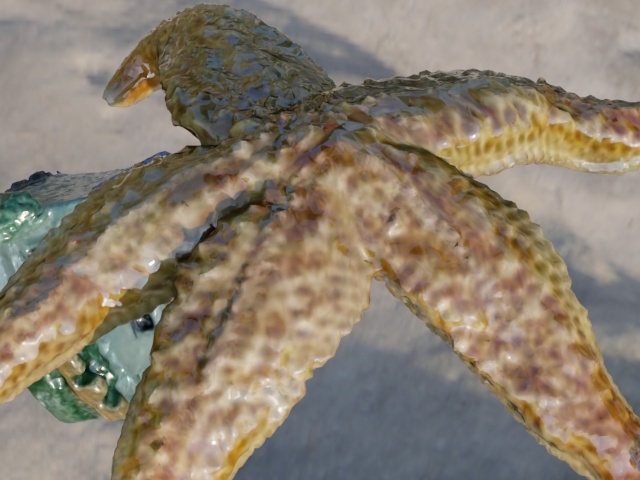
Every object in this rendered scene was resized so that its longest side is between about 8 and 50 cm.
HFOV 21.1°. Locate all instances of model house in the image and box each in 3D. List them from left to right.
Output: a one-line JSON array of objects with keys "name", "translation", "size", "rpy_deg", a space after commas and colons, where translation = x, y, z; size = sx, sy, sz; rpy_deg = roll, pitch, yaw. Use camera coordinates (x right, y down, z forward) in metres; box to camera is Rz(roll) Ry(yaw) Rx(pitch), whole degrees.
[{"name": "model house", "translation": [-0.091, 0.017, 0.946], "size": [0.148, 0.148, 0.119], "rpy_deg": [-14, 8, 26]}]

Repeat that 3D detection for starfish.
[{"name": "starfish", "translation": [-0.001, -0.009, 0.680], "size": [0.375, 0.094, 0.327], "rpy_deg": [-16, 47, -16]}]
